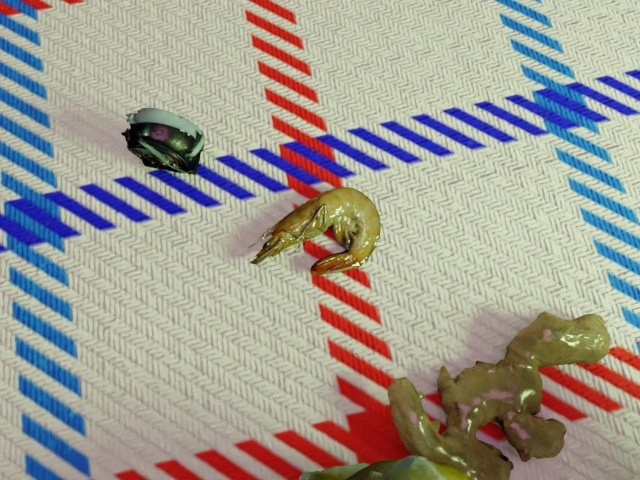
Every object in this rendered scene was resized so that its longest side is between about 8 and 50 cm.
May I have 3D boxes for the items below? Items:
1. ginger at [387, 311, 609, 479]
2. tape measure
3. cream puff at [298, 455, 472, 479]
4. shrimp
[{"bbox_3d":[0.204,0.168,0.631,0.259,0.065,0.149,-22,85,-15],"label":"ginger"},{"bbox_3d":[-0.176,-0.111,0.698,0.091,0.094,0.054,14,73,5],"label":"tape measure"},{"bbox_3d":[0.068,0.353,0.446,0.379,0.275,0.378,-20,40,18],"label":"cream puff"},{"bbox_3d":[-0.002,0.002,0.698,0.163,0.045,0.095,-32,95,-16],"label":"shrimp"}]
